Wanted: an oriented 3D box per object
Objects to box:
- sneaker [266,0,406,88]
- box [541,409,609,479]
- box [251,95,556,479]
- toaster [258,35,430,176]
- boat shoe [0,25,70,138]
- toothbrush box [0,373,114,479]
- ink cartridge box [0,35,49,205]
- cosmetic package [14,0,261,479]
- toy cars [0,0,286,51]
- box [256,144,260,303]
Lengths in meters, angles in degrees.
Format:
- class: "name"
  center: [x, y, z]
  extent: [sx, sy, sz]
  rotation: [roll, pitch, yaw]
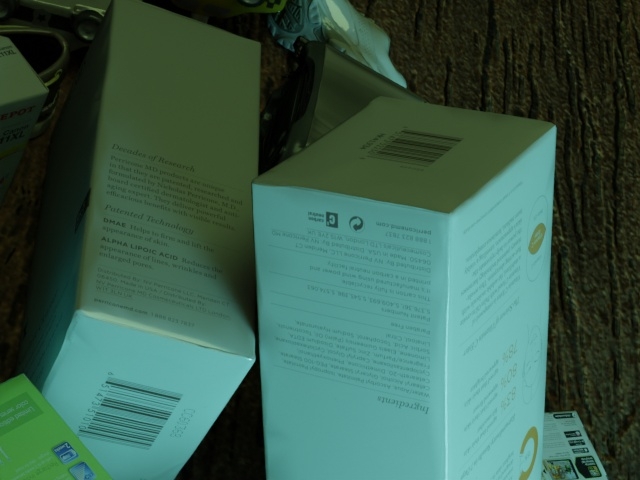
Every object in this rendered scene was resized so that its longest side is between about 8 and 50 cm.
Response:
- class: "sneaker"
  center: [0.019, -0.239, 1.815]
  extent: [0.115, 0.090, 0.232]
  rotation: [-9, 65, -45]
- class: "box"
  center: [0.179, 0.223, 1.510]
  extent: [0.207, 0.036, 0.114]
  rotation: [1, 52, -31]
- class: "box"
  center: [0.073, 0.085, 1.287]
  extent: [0.168, 0.345, 0.215]
  rotation: [11, 26, 26]
- class: "toaster"
  center: [0.020, -0.081, 1.467]
  extent: [0.146, 0.129, 0.227]
  rotation: [25, 42, -15]
- class: "boat shoe"
  center: [-0.383, -0.142, 1.457]
  extent: [0.324, 0.097, 0.116]
  rotation: [-9, 57, -37]
- class: "toothbrush box"
  center: [-0.226, 0.269, 1.157]
  extent: [0.283, 0.122, 0.206]
  rotation: [46, 43, 14]
- class: "ink cartridge box"
  center: [-0.329, -0.084, 1.379]
  extent: [0.127, 0.175, 0.072]
  rotation: [-22, 65, -42]
- class: "cosmetic package"
  center: [-0.158, -0.004, 1.384]
  extent: [0.156, 0.217, 0.385]
  rotation: [15, 44, -19]
- class: "toy cars"
  center: [-0.204, -0.261, 1.691]
  extent: [0.393, 0.087, 0.176]
  rotation: [-18, 51, -37]
- class: "box"
  center: [0.000, 0.000, 1.553]
  extent: [0.207, 0.108, 0.153]
  rotation: [48, 43, 16]
